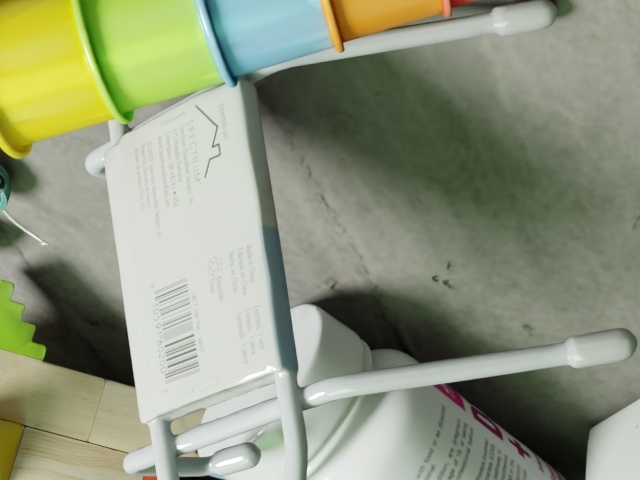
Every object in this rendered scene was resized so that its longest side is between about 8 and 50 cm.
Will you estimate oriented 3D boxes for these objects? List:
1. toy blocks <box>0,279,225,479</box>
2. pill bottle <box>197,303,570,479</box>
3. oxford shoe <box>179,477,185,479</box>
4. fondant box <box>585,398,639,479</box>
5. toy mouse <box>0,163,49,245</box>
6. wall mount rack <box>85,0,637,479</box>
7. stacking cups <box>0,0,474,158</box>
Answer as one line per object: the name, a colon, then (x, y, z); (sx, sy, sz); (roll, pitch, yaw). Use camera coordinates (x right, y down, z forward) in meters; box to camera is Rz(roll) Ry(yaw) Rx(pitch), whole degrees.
toy blocks: (-0.181, 0.250, 1.039); (0.261, 0.381, 0.191); (19, 170, -20)
pill bottle: (0.060, 0.180, 0.998); (0.283, 0.160, 0.160); (39, 129, -19)
oxford shoe: (-0.164, 0.228, 1.171); (0.227, 0.083, 0.096); (5, 114, 9)
fondant box: (0.387, 0.198, 0.971); (0.330, 0.096, 0.238); (34, 131, -17)
toy mouse: (-0.258, -0.026, 0.988); (0.143, 0.031, 0.161); (14, 133, 3)
wall mount rack: (0.000, 0.000, 0.804); (0.304, 0.350, 0.130); (-23, 158, 34)
stacking cups: (-0.029, -0.125, 0.745); (0.316, 0.096, 0.096); (-13, 128, 5)
